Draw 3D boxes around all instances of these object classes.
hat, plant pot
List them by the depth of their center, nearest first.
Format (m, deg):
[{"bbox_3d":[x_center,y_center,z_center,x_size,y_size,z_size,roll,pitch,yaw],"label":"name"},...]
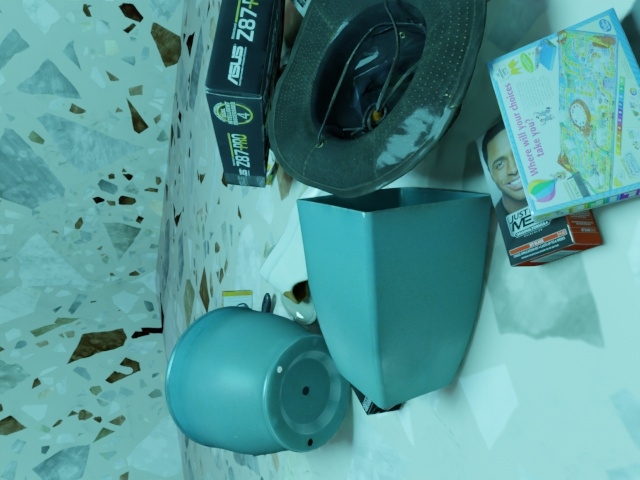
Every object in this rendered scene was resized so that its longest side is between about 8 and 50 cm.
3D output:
[{"bbox_3d":[0.086,0.062,0.540,0.165,0.166,0.234,20,117,61],"label":"plant pot"},{"bbox_3d":[0.081,-0.193,0.554,0.332,0.134,0.330,-14,71,47],"label":"hat"},{"bbox_3d":[-0.095,0.252,0.796,0.255,0.272,0.271,-10,80,47],"label":"plant pot"}]

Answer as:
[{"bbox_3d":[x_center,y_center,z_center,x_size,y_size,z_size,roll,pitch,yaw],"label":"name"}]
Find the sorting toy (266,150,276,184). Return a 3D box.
[{"bbox_3d":[-0.131,-0.182,1.088,0.075,0.045,0.083,-54,43,38],"label":"sorting toy"}]

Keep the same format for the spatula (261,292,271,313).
[{"bbox_3d":[-0.162,0.241,1.149,0.084,0.031,0.296,-116,37,-45],"label":"spatula"}]

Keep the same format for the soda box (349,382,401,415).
[{"bbox_3d":[0.065,0.178,0.676,0.169,0.060,0.053,56,136,49],"label":"soda box"}]

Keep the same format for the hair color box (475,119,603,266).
[{"bbox_3d":[0.204,-0.052,0.426,0.072,0.043,0.141,-38,56,57],"label":"hair color box"}]

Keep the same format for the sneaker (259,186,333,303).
[{"bbox_3d":[0.000,0.000,0.798,0.123,0.106,0.290,43,127,16],"label":"sneaker"}]

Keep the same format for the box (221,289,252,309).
[{"bbox_3d":[-0.232,0.206,1.231,0.028,0.081,0.136,11,99,63],"label":"box"}]

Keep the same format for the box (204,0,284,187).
[{"bbox_3d":[-0.124,-0.343,0.840,0.318,0.097,0.394,104,171,-72],"label":"box"}]

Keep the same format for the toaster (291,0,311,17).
[{"bbox_3d":[0.029,-0.436,0.699,0.185,0.110,0.168,66,145,39],"label":"toaster"}]

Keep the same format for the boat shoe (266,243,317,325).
[{"bbox_3d":[-0.050,0.095,0.925,0.206,0.075,0.065,60,-177,37],"label":"boat shoe"}]

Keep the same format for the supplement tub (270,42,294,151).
[{"bbox_3d":[-0.032,-0.254,0.820,0.106,0.106,0.197,36,121,58],"label":"supplement tub"}]

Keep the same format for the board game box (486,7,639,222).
[{"bbox_3d":[0.212,-0.103,0.373,0.104,0.026,0.153,-17,71,27],"label":"board game box"}]
